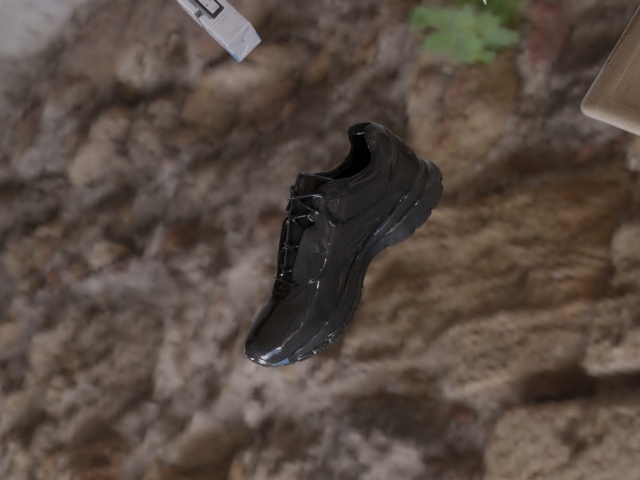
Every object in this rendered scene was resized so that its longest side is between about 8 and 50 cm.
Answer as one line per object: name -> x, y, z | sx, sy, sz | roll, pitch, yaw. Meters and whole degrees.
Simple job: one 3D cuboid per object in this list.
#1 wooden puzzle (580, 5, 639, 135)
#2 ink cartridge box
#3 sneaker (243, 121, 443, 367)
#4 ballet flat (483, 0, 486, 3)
wooden puzzle -> 0.366, -0.170, 1.053 | 0.080, 0.322, 0.348 | 32, 178, -35
ink cartridge box -> -0.091, -0.190, 1.356 | 0.083, 0.028, 0.048 | 44, 179, 15
sneaker -> 0.000, 0.000, 1.689 | 0.130, 0.286, 0.109 | 44, 163, -31
ballet flat -> 0.129, -0.347, 1.346 | 0.147, 0.147, 0.409 | 11, 153, 18
